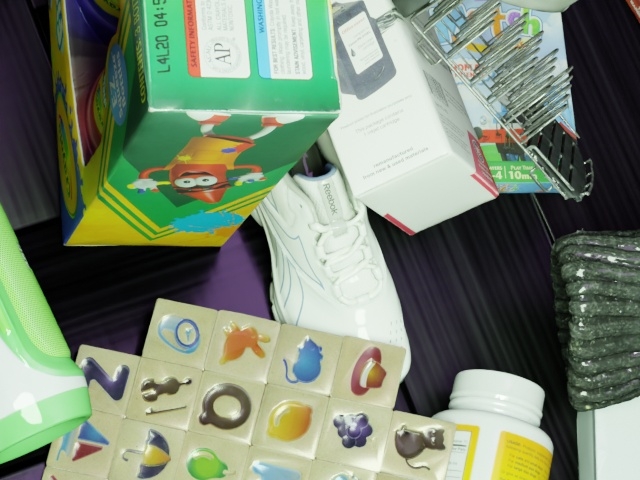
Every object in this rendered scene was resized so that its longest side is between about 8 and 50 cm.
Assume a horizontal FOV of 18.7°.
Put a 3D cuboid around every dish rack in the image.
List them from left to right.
[{"bbox_3d":[0.171,-0.162,1.766,0.074,0.208,0.271,-38,99,20],"label":"dish rack"}]

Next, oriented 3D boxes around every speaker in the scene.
[{"bbox_3d":[-0.306,0.039,1.664,0.131,0.131,0.296,-23,81,-20],"label":"speaker"}]

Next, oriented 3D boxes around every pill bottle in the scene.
[{"bbox_3d":[0.140,0.229,1.733,0.117,0.117,0.215,17,70,-10],"label":"pill bottle"}]

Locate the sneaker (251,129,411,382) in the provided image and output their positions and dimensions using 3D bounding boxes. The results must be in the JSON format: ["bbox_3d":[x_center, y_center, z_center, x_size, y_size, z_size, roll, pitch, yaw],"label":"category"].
[{"bbox_3d":[0.000,0.000,1.756,0.111,0.129,0.297,-25,84,-19],"label":"sneaker"}]

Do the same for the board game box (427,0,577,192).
[{"bbox_3d":[0.163,-0.151,1.896,0.160,0.039,0.211,-1,73,-15],"label":"board game box"}]

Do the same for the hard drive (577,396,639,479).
[{"bbox_3d":[0.417,0.252,1.840,0.353,0.047,0.233,5,72,-13],"label":"hard drive"}]

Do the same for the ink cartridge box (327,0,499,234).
[{"bbox_3d":[0.059,-0.144,1.773,0.100,0.172,0.237,-25,71,13],"label":"ink cartridge box"}]

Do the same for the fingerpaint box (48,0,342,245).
[{"bbox_3d":[-0.131,-0.254,1.669,0.163,0.371,0.444,0,75,-18],"label":"fingerpaint box"}]

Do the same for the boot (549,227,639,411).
[{"bbox_3d":[0.353,0.136,1.757,0.260,0.131,0.348,-14,98,-4],"label":"boot"}]

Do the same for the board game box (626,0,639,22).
[{"bbox_3d":[0.391,-0.247,1.994,0.145,0.027,0.281,-28,82,-22],"label":"board game box"}]

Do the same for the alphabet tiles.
[{"bbox_3d":[-0.066,0.205,1.688,0.343,0.011,0.285,11,72,6],"label":"alphabet tiles"}]

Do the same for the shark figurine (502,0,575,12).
[{"bbox_3d":[0.136,-0.312,1.871,0.166,0.116,0.278,-24,67,-24],"label":"shark figurine"}]
